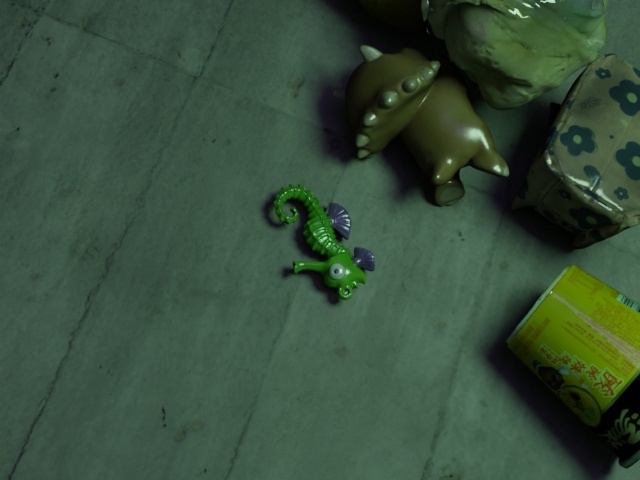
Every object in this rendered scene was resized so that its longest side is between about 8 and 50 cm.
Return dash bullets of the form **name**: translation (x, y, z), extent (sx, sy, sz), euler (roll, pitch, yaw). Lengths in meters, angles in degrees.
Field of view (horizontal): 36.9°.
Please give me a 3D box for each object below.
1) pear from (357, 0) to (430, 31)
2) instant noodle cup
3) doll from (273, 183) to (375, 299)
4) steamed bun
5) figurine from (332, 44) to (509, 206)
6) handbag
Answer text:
- **pear**: translation (0.151, -0.427, 1.490), extent (0.228, 0.188, 0.211), euler (-33, 69, -22)
- **instant noodle cup**: translation (0.393, 0.158, 1.319), extent (0.236, 0.215, 0.215), euler (40, 66, 13)
- **doll**: translation (0.000, 0.000, 1.368), extent (0.115, 0.050, 0.190), euler (-20, 73, -26)
- **steamed bun**: translation (0.303, -0.345, 1.342), extent (0.280, 0.207, 0.268), euler (-35, 105, -27)
- **figurine**: translation (0.128, -0.172, 1.393), extent (0.173, 0.177, 0.247), euler (-10, 78, -35)
- **handbag**: translation (0.406, -0.120, 1.425), extent (0.190, 0.193, 0.251), euler (31, 65, 3)
